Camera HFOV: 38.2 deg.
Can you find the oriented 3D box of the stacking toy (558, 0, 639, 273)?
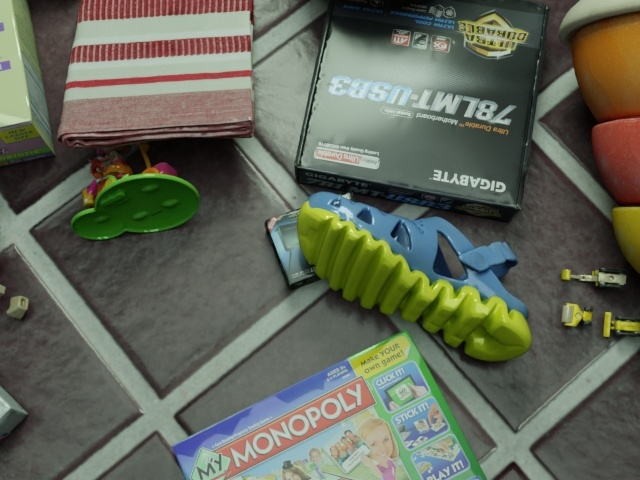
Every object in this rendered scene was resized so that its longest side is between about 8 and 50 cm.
[{"bbox_3d":[0.453,-0.055,1.101,0.351,0.350,0.479,4,90,1],"label":"stacking toy"}]

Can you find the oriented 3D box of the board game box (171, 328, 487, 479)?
[{"bbox_3d":[0.011,0.270,1.102,0.317,0.046,0.213,-26,77,-8],"label":"board game box"}]

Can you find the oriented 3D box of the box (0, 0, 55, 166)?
[{"bbox_3d":[-0.481,-0.215,1.201,0.214,0.117,0.242,-14,74,-5],"label":"box"}]

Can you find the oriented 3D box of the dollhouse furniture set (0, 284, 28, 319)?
[{"bbox_3d":[-0.427,0.047,1.181,0.081,0.091,0.114,-33,45,31],"label":"dollhouse furniture set"}]

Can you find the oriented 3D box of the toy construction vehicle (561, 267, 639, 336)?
[{"bbox_3d":[0.353,0.079,1.169,0.098,0.035,0.085,3,85,3],"label":"toy construction vehicle"}]

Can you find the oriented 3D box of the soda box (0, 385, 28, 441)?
[{"bbox_3d":[-0.458,0.159,1.114,0.216,0.074,0.069,40,77,10],"label":"soda box"}]

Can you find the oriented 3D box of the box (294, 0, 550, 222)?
[{"bbox_3d":[0.136,-0.194,1.225,0.296,0.073,0.293,11,73,3],"label":"box"}]

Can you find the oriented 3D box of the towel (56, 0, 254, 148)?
[{"bbox_3d":[-0.204,-0.249,1.202,0.237,0.037,0.329,-3,52,-1],"label":"towel"}]

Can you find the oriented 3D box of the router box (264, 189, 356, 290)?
[{"bbox_3d":[0.000,0.000,1.182,0.123,0.038,0.092,-20,76,-6],"label":"router box"}]

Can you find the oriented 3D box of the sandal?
[{"bbox_3d":[0.119,0.025,1.126,0.317,0.126,0.138,29,56,-9],"label":"sandal"}]

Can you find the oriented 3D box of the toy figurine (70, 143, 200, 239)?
[{"bbox_3d":[-0.246,-0.102,1.191,0.173,0.130,0.159,-22,59,18],"label":"toy figurine"}]
